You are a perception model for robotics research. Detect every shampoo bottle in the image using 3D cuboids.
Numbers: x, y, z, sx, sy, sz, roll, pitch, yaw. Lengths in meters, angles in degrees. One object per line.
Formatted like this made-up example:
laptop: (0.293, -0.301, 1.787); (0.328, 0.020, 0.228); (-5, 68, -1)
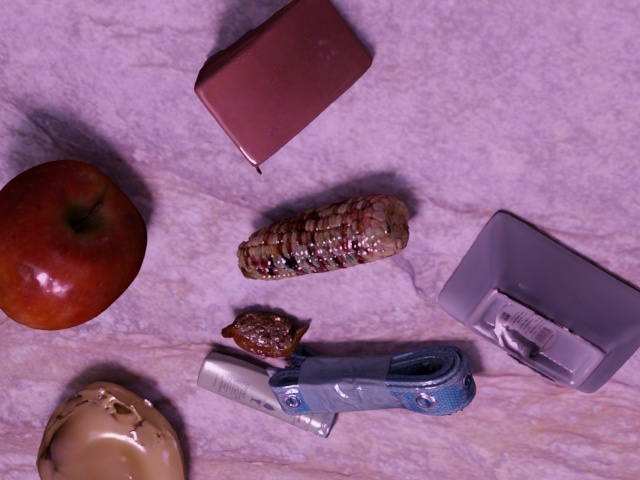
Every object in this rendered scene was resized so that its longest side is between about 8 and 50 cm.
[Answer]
shampoo bottle: (-0.076, 0.226, 1.814); (0.212, 0.049, 0.072); (22, 122, 8)

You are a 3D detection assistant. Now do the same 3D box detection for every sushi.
sushi: (-0.075, 0.129, 1.738); (0.120, 0.052, 0.055); (14, 146, 19)

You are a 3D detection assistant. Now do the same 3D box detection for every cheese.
cheese: (-0.037, -0.192, 1.430); (0.177, 0.203, 0.128); (-35, 104, 8)
cheese: (-0.332, 0.344, 1.988); (0.259, 0.128, 0.316); (17, 138, 2)

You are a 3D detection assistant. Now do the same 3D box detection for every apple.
apple: (-0.356, 0.011, 1.666); (0.230, 0.230, 0.230); (13, 130, 16)

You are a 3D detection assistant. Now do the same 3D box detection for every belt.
belt: (0.065, 0.192, 1.697); (0.302, 0.087, 0.072); (-4, 131, 28)

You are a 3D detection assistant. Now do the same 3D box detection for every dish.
dish: (0.273, 0.099, 1.525); (0.243, 0.080, 0.182); (31, 133, 2)

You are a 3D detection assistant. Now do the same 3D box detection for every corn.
corn: (0.000, 0.000, 1.576); (0.253, 0.086, 0.086); (-15, 118, 36)
